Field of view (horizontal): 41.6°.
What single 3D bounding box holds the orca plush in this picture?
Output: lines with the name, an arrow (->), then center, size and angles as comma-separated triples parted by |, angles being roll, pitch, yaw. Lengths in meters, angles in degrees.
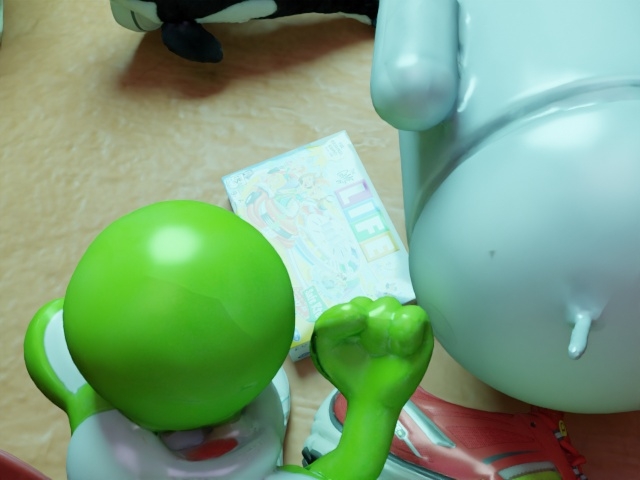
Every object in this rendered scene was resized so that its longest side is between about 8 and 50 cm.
orca plush -> -0.056, -0.210, 0.654 | 0.287, 0.102, 0.151 | 22, 86, -11

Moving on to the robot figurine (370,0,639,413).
robot figurine -> 0.147, -0.049, 0.498 | 0.300, 0.200, 0.353 | 26, 41, -25

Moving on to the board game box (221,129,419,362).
board game box -> 0.000, 0.000, 0.616 | 0.104, 0.026, 0.154 | -22, 60, -5

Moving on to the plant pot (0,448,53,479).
plant pot -> -0.184, 0.263, 0.377 | 0.275, 0.275, 0.243 | 38, 81, 24

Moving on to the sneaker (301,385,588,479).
sneaker -> 0.126, 0.147, 0.477 | 0.279, 0.107, 0.118 | 26, 60, 19

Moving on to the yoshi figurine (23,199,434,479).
yoshi figurine -> -0.015, 0.115, 0.378 | 0.362, 0.203, 0.203 | 41, 95, 25

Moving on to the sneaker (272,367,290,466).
sneaker -> -0.046, 0.119, 0.538 | 0.054, 0.061, 0.152 | -12, 59, 4

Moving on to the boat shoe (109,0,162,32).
boat shoe -> -0.078, -0.275, 0.741 | 0.084, 0.095, 0.258 | 29, 72, 22

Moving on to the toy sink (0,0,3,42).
toy sink -> -0.344, -0.268, 0.739 | 0.131, 0.234, 0.152 | 4, 56, -24
